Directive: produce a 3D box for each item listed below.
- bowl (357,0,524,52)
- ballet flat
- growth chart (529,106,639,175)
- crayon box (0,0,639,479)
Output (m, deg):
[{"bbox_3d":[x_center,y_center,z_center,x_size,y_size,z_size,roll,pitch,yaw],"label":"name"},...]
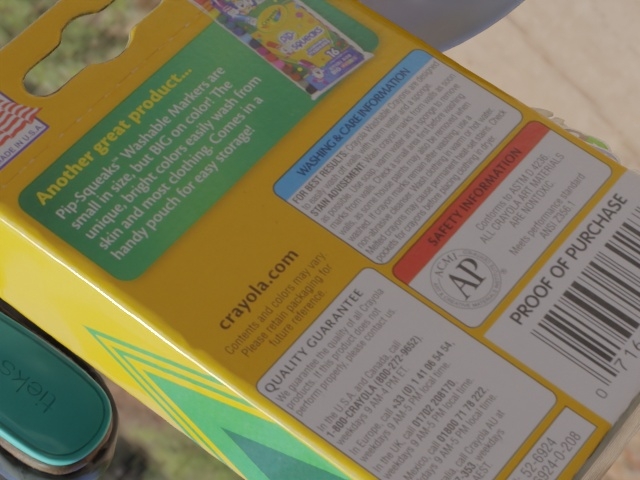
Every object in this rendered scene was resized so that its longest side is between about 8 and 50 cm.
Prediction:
[{"bbox_3d":[0.010,-0.247,0.878,0.298,0.298,0.134,37,-170,36],"label":"bowl"},{"bbox_3d":[-0.226,0.037,0.926,0.280,0.095,0.096,47,155,4],"label":"ballet flat"},{"bbox_3d":[0.105,-0.070,1.102,0.172,0.021,0.237,-4,-158,-38],"label":"growth chart"},{"bbox_3d":[0.000,0.000,0.771,0.323,0.203,0.083,35,150,17],"label":"crayon box"}]
